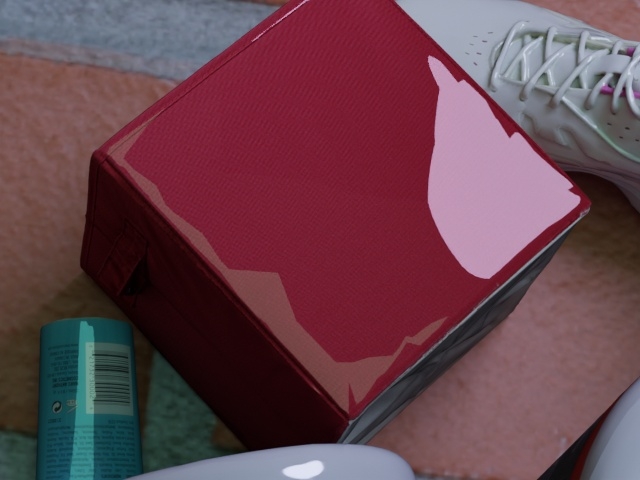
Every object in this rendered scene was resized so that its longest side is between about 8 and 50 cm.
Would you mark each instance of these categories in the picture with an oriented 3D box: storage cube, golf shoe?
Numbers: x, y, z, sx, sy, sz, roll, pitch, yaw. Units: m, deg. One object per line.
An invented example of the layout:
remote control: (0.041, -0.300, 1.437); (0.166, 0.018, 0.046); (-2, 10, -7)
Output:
storage cube: (0.000, 0.000, 1.052); (0.215, 0.183, 0.193); (-41, 80, -21)
golf shoe: (0.175, -0.091, 1.136); (0.306, 0.140, 0.115); (21, 69, 2)

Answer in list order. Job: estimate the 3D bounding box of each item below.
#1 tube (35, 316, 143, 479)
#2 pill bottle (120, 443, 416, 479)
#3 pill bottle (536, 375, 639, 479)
tube: (-0.128, 0.148, 1.051); (0.080, 0.052, 0.207); (0, 74, -8)
pill bottle: (-0.018, 0.281, 0.931); (0.188, 0.188, 0.333); (-7, 74, -10)
pill bottle: (0.180, 0.187, 0.904); (0.210, 0.363, 0.210); (3, 68, -7)
